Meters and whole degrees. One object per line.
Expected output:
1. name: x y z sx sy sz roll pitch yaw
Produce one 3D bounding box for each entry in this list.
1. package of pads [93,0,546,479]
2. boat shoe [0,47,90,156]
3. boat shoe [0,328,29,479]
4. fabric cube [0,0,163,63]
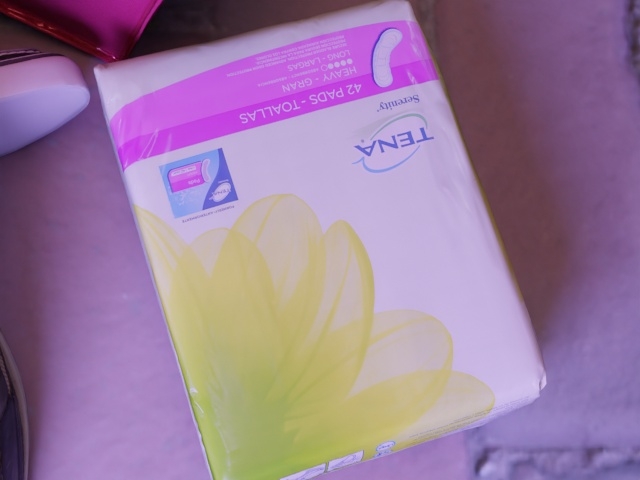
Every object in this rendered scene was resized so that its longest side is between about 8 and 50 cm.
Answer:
1. package of pads: 0.000 0.000 0.751 0.229 0.101 0.296 -15 78 -10
2. boat shoe: -0.308 -0.090 0.736 0.301 0.108 0.102 -16 79 -5
3. boat shoe: -0.246 0.059 0.635 0.132 0.130 0.355 -7 101 -5
4. fabric cube: -0.166 -0.305 0.706 0.259 0.254 0.258 24 72 -17
